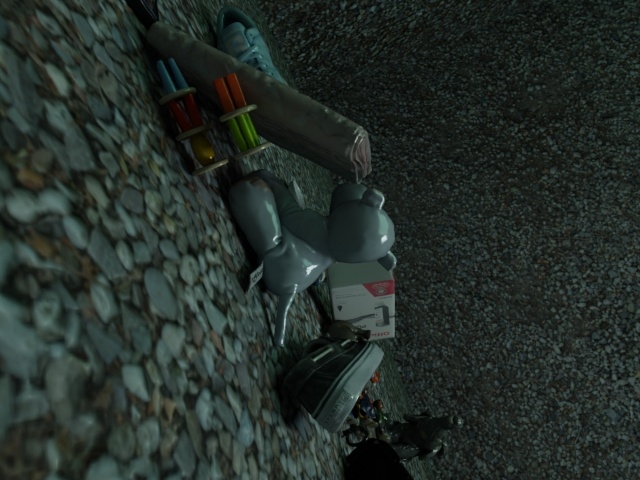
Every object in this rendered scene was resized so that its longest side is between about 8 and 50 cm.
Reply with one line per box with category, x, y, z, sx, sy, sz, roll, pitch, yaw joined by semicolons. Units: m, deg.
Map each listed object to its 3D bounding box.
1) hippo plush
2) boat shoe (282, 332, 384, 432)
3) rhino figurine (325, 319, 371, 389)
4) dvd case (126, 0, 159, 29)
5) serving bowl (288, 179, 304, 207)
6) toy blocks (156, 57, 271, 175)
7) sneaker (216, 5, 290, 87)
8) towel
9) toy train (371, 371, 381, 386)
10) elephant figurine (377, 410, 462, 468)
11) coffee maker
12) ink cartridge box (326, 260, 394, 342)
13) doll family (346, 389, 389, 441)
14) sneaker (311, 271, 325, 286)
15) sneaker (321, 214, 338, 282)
hippo plush;-0.004;-0.031;0.750;0.294;0.236;0.235;-93;161;-65
boat shoe;0.027;0.210;0.758;0.119;0.121;0.335;37;1;12
rhino figurine;0.061;0.261;0.996;0.243;0.106;0.073;-87;-163;-68
dvd case;-0.293;-0.445;0.616;0.180;0.022;0.253;56;15;-62
serving bowl;-0.074;-0.131;1.282;0.083;0.027;0.084;-21;90;-83
toy blocks;-0.145;-0.172;0.573;0.148;0.123;0.054;68;22;-15
sneaker;-0.170;-0.388;0.987;0.150;0.135;0.366;45;17;-54
towel;-0.071;-0.199;0.724;0.331;0.054;0.317;29;2;8
toy train;0.171;0.412;1.511;0.125;0.046;0.166;-103;169;-46
elephant figurine;0.295;0.564;1.274;0.186;0.239;0.170;-70;138;-78
coffee maker;0.128;0.465;0.837;0.171;0.120;0.178;-100;167;-56
ink cartridge box;0.103;0.157;1.120;0.092;0.158;0.218;-98;180;-49
doll family;0.090;0.370;0.991;0.111;0.075;0.193;-94;160;-48
sneaker;-0.030;0.056;1.078;0.058;0.052;0.135;50;11;-39
sneaker;0.000;0.000;1.256;0.128;0.086;0.221;57;14;-62
